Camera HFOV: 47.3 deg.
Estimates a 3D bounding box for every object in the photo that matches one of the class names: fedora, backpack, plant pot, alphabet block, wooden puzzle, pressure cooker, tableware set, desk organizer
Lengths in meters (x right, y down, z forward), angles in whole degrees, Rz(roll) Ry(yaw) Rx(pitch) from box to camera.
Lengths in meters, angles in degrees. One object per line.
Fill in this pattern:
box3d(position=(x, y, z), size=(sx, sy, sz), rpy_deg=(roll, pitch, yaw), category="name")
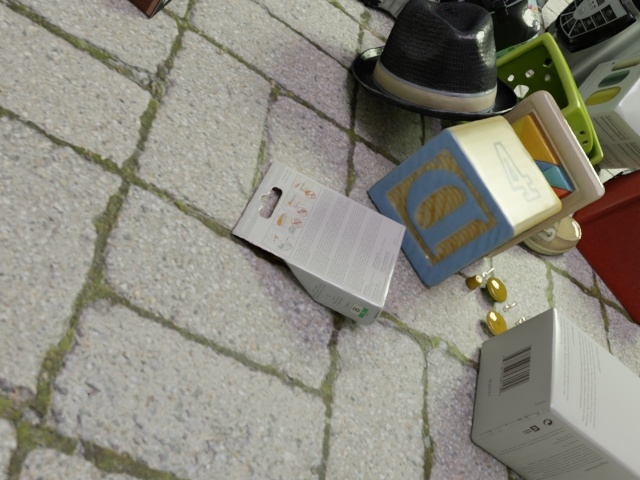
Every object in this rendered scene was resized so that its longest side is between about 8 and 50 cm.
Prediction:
box3d(position=(0.213, -0.340, 1.299), size=(0.334, 0.152, 0.334), rpy_deg=(6, 31, -4), category="fedora")
box3d(position=(0.367, -0.486, 1.609), size=(0.191, 0.225, 0.253), rpy_deg=(52, 29, -35), category="backpack")
box3d(position=(0.740, -0.024, 1.601), size=(0.267, 0.236, 0.267), rpy_deg=(52, 40, -1), category="plant pot")
box3d(position=(0.236, -0.067, 1.187), size=(0.197, 0.192, 0.193), rpy_deg=(-20, 78, -50), category="alphabet block")
box3d(position=(0.340, -0.117, 1.289), size=(0.044, 0.238, 0.221), rpy_deg=(10, 53, -58), category="wooden puzzle")
box3d(position=(0.416, -0.225, 1.445), size=(0.207, 0.228, 0.227), rpy_deg=(38, 36, -41), category="plant pot")
box3d(position=(0.867, -0.563, 1.986), size=(0.370, 0.420, 0.375), rpy_deg=(53, 40, 0), category="pressure cooker")
box3d(position=(0.299, 0.124, 1.236), size=(0.104, 0.024, 0.154), rpy_deg=(-21, 78, -46), category="tableware set")
box3d(position=(-0.235, -0.387, 1.090), size=(0.050, 0.047, 0.130), rpy_deg=(38, 41, -12), category="desk organizer")

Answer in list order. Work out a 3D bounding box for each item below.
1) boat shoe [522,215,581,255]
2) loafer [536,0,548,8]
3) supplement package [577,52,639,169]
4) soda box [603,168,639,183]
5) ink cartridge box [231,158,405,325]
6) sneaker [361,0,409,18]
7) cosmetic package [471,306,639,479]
box3d(position=(0.426, -0.052, 1.427), size=(0.302, 0.098, 0.109), rpy_deg=(18, 50, -34), category="boat shoe")
box3d(position=(0.476, -0.610, 1.787), size=(0.109, 0.095, 0.302), rpy_deg=(56, -4, -26), category="loafer")
box3d(position=(0.748, -0.308, 1.754), size=(0.198, 0.199, 0.262), rpy_deg=(41, -4, -12), category="supplement package")
box3d(position=(0.797, -0.152, 1.890), size=(0.169, 0.060, 0.053), rpy_deg=(-15, 71, -47), category="soda box")
box3d(position=(0.000, 0.000, 1.036), size=(0.224, 0.056, 0.181), rpy_deg=(25, 43, -2), category="ink cartridge box")
box3d(position=(0.130, -0.539, 1.537), size=(0.234, 0.078, 0.106), rpy_deg=(20, 42, -33), category="sneaker")
box3d(position=(0.418, 0.296, 1.114), size=(0.365, 0.155, 0.197), rpy_deg=(39, 42, -16), category="cosmetic package")
